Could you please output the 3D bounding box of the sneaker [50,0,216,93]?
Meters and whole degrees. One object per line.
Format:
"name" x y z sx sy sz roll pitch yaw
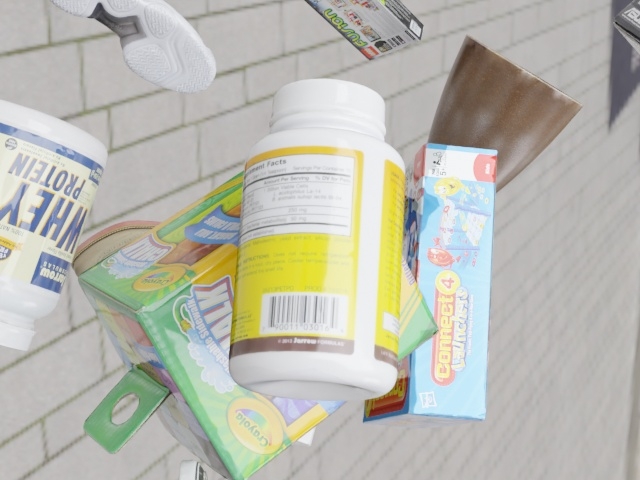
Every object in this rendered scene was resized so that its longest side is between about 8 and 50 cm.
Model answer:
"sneaker" -0.241 -0.314 1.470 0.268 0.101 0.153 37 29 -20

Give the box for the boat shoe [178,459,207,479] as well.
"boat shoe" -0.119 0.358 1.279 0.078 0.070 0.219 104 -23 -82

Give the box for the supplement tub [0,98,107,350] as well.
"supplement tub" -0.467 -0.024 1.619 0.235 0.235 0.325 32 74 -64

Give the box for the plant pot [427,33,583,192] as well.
"plant pot" 0.265 -0.174 1.780 0.230 0.215 0.215 -59 159 13

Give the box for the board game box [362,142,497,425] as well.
"board game box" 0.126 0.070 1.352 0.308 0.086 0.302 122 -27 -76

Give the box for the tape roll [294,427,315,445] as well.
"tape roll" -0.138 0.261 1.854 0.286 0.286 0.100 43 59 -61

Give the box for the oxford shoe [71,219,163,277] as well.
"oxford shoe" -0.317 0.038 2.105 0.123 0.348 0.130 54 27 -54

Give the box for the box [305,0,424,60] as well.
"box" 0.059 -0.377 1.791 0.207 0.114 0.036 37 54 -35

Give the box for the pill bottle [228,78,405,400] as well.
"pill bottle" 0.000 0.000 0.789 0.117 0.117 0.215 38 52 -62

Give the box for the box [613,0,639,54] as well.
"box" 0.588 -0.308 1.429 0.097 0.318 0.395 40 14 -25

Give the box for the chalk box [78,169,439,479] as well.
"chalk box" -0.082 0.072 0.961 0.289 0.180 0.179 -34 112 -21
